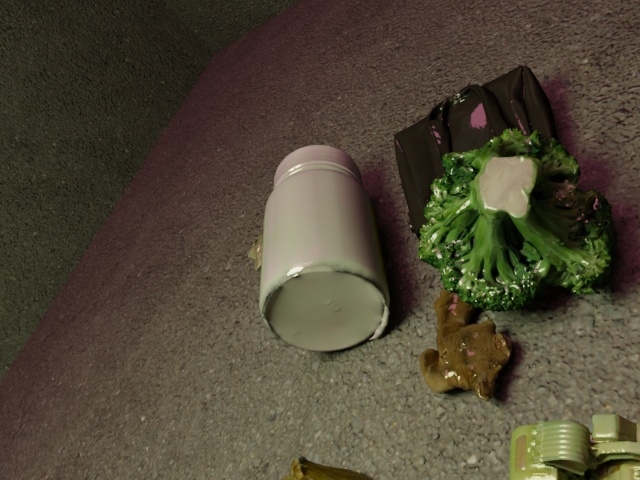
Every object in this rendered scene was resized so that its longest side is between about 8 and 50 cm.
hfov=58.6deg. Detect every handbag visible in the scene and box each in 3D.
[{"bbox_3d":[0.265,-0.149,0.995,0.285,0.113,0.256,-26,45,30],"label":"handbag"}]

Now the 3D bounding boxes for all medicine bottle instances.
[{"bbox_3d":[0.000,0.000,1.039,0.214,0.213,0.378,-32,35,23],"label":"medicine bottle"}]

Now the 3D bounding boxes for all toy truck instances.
[{"bbox_3d":[0.278,0.219,0.555,0.191,0.116,0.085,-17,41,39],"label":"toy truck"}]

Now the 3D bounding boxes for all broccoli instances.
[{"bbox_3d":[0.257,-0.035,0.769,0.262,0.242,0.269,7,79,28],"label":"broccoli"}]

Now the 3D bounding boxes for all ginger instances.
[{"bbox_3d":[0.208,0.131,0.798,0.133,0.059,0.214,-20,38,47],"label":"ginger"}]

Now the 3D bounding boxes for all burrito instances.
[{"bbox_3d":[-0.081,-0.024,1.306,0.226,0.060,0.087,-46,37,-1],"label":"burrito"}]

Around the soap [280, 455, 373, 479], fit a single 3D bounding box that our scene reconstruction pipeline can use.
[{"bbox_3d":[0.004,0.437,0.623,0.304,0.170,0.338,124,160,-73],"label":"soap"}]
